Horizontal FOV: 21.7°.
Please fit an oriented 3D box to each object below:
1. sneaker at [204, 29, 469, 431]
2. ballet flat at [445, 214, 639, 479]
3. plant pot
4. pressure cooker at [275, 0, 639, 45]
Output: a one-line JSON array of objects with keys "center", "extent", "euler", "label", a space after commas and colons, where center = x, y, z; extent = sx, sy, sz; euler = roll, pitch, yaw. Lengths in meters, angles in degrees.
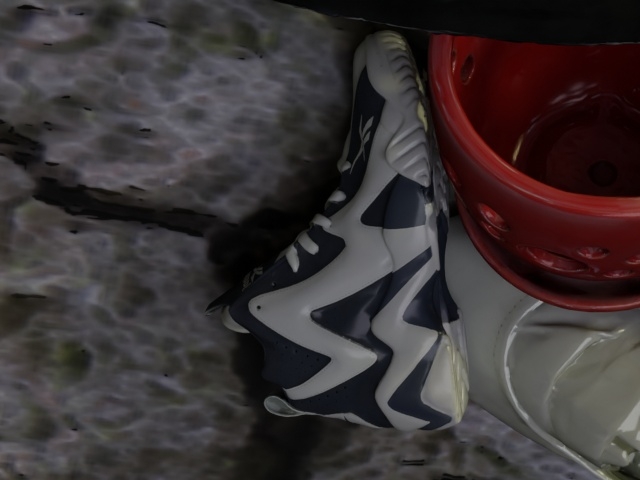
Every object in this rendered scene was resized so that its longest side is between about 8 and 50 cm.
[{"center": [0.000, 0.000, 0.989], "extent": [0.153, 0.094, 0.235], "euler": [-6, 101, 12], "label": "sneaker"}, {"center": [0.225, 0.119, 1.024], "extent": [0.400, 0.139, 0.139], "euler": [37, 104, -8], "label": "ballet flat"}, {"center": [0.156, -0.066, 0.926], "extent": [0.191, 0.191, 0.174], "euler": [-21, 158, -2], "label": "plant pot"}, {"center": [0.083, -0.326, 0.692], "extent": [0.370, 0.375, 0.420], "euler": [2, 116, -10], "label": "pressure cooker"}]
